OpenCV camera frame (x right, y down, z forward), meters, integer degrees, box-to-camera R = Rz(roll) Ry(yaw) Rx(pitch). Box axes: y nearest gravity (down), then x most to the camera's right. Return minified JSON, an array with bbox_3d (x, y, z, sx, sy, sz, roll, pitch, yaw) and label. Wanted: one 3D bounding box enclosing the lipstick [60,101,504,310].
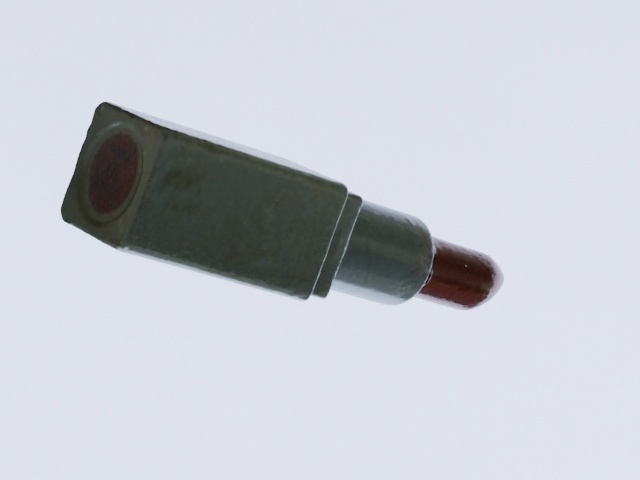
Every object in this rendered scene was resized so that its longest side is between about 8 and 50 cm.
[{"bbox_3d":[0.001,-0.001,0.457,0.030,0.129,0.030,25,-83,50],"label":"lipstick"}]
